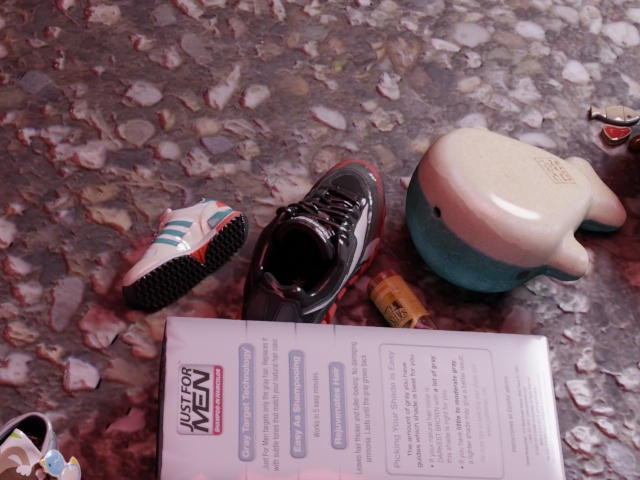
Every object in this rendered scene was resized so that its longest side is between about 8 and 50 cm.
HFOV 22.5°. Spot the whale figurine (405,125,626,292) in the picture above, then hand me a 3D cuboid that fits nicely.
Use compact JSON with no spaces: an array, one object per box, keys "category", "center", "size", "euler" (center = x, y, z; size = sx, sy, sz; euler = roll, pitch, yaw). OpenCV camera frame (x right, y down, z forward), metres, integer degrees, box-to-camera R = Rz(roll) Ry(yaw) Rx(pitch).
[{"category":"whale figurine","center":[0.206,-0.026,1.726],"size":[0.272,0.141,0.216],"euler":[-7,51,-45]}]

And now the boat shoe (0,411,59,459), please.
[{"category":"boat shoe","center":[-0.317,0.243,1.448],"size":[0.079,0.081,0.227],"euler":[28,54,12]}]

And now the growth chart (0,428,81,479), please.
[{"category":"growth chart","center":[-0.265,0.254,1.416],"size":[0.237,0.021,0.172],"euler":[37,55,-26]}]

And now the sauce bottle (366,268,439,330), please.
[{"category":"sauce bottle","center":[0.096,0.087,1.657],"size":[0.042,0.042,0.128],"euler":[-23,58,-24]}]

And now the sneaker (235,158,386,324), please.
[{"category":"sneaker","center":[0.000,0.000,1.650],"size":[0.097,0.135,0.276],"euler":[23,52,11]}]

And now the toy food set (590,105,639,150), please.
[{"category":"toy food set","center":[0.381,-0.132,1.882],"size":[0.122,0.019,0.078],"euler":[-1,54,-10]}]

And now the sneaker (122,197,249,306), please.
[{"category":"sneaker","center":[-0.154,0.008,1.676],"size":[0.161,0.057,0.075],"euler":[-36,49,-28]}]

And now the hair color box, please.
[{"category":"hair color box","center":[0.033,0.187,1.529],"size":[0.374,0.113,0.185],"euler":[4,53,-7]}]
